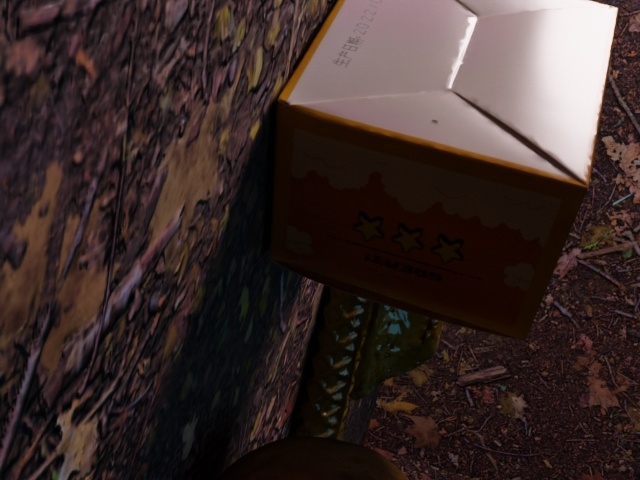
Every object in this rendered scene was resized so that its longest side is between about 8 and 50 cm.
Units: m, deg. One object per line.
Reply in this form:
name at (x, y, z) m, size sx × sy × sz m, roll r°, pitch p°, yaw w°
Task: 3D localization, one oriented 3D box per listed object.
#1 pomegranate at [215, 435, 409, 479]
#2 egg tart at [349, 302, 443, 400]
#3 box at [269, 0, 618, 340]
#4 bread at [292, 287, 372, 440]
pomegranate at (-0.004, 0.349, 0.869) m, size 0.322 × 0.322 × 0.322 m, roll 16°, pitch 90°, yaw -81°
egg tart at (0.157, 0.096, 1.703) m, size 0.443 × 0.178 × 0.443 m, roll 14°, pitch 90°, yaw -81°
box at (0.116, -0.099, 0.859) m, size 0.214 × 0.259 × 0.283 m, roll 100°, pitch 11°, yaw -48°
bread at (0.028, 0.160, 1.361) m, size 0.077 × 0.084 × 0.368 m, roll 41°, pitch -56°, yaw 55°
